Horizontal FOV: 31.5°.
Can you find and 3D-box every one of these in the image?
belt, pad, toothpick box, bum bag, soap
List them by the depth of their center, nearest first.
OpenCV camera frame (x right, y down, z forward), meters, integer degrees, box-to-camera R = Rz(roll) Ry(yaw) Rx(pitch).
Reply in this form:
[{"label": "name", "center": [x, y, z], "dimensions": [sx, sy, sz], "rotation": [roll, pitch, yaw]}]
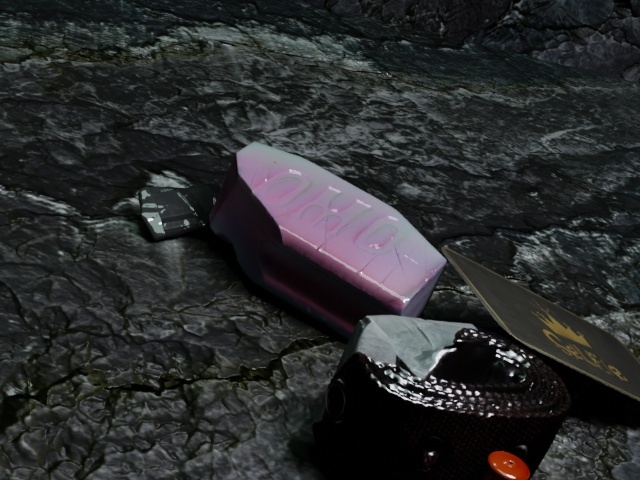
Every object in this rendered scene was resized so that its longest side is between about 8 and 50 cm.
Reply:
[{"label": "toothpick box", "center": [0.181, 0.260, 1.165], "dimensions": [0.047, 0.083, 0.047], "rotation": [16, 26, -8]}, {"label": "belt", "center": [0.135, 0.166, 1.228], "dimensions": [0.289, 0.164, 0.184], "rotation": [7, 30, -34]}, {"label": "pad", "center": [0.353, 0.121, 1.459], "dimensions": [0.375, 0.063, 0.315], "rotation": [25, 19, -29]}, {"label": "soap", "center": [0.000, 0.000, 1.502], "dimensions": [0.324, 0.109, 0.193], "rotation": [30, 35, 16]}, {"label": "bum bag", "center": [-0.177, -0.040, 1.589], "dimensions": [0.198, 0.049, 0.087], "rotation": [-8, 60, -44]}]
